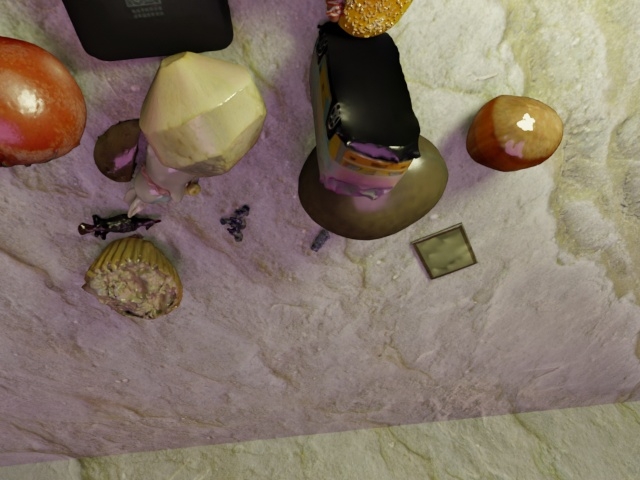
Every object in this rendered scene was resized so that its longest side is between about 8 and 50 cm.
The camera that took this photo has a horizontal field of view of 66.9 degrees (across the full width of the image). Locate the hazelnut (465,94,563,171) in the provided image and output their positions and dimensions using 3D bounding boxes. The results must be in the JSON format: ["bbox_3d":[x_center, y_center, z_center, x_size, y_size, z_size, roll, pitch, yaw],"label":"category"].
[{"bbox_3d":[0.453,-0.247,1.157,0.214,0.176,0.214,7,163,2],"label":"hazelnut"}]

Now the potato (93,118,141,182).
[{"bbox_3d":[-0.473,-0.199,1.119,0.101,0.089,0.172,16,134,-21],"label":"potato"}]

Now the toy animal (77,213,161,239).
[{"bbox_3d":[-0.532,-0.040,1.302,0.202,0.070,0.105,-5,-178,-15],"label":"toy animal"}]

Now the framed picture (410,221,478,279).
[{"bbox_3d":[0.409,0.041,1.583,0.173,0.010,0.231,-22,136,14],"label":"framed picture"}]

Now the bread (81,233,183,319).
[{"bbox_3d":[-0.535,0.116,1.415,0.274,0.149,0.274,0,137,0],"label":"bread"}]

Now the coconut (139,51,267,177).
[{"bbox_3d":[-0.240,-0.261,0.985,0.259,0.259,0.259,-5,138,-4],"label":"coconut"}]

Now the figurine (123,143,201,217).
[{"bbox_3d":[-0.375,-0.146,1.169,0.155,0.127,0.235,-18,160,-49],"label":"figurine"}]

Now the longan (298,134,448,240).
[{"bbox_3d":[0.120,-0.142,1.136,0.350,0.288,0.288,-9,138,4],"label":"longan"}]

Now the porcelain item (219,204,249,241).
[{"bbox_3d":[-0.248,-0.050,1.371,0.075,0.021,0.136,10,135,-13],"label":"porcelain item"}]

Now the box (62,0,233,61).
[{"bbox_3d":[-0.318,-0.467,0.861,0.290,0.073,0.289,-7,139,-2],"label":"box"}]

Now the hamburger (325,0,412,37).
[{"bbox_3d":[0.099,-0.476,0.885,0.173,0.116,0.210,12,136,-24],"label":"hamburger"}]

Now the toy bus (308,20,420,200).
[{"bbox_3d":[0.073,-0.246,0.940,0.171,0.386,0.162,5,141,-13],"label":"toy bus"}]

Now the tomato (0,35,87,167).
[{"bbox_3d":[-0.593,-0.260,0.915,0.265,0.265,0.265,-5,138,-4],"label":"tomato"}]

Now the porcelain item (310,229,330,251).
[{"bbox_3d":[0.000,0.000,1.461,0.036,0.028,0.083,4,138,-38],"label":"porcelain item"}]
